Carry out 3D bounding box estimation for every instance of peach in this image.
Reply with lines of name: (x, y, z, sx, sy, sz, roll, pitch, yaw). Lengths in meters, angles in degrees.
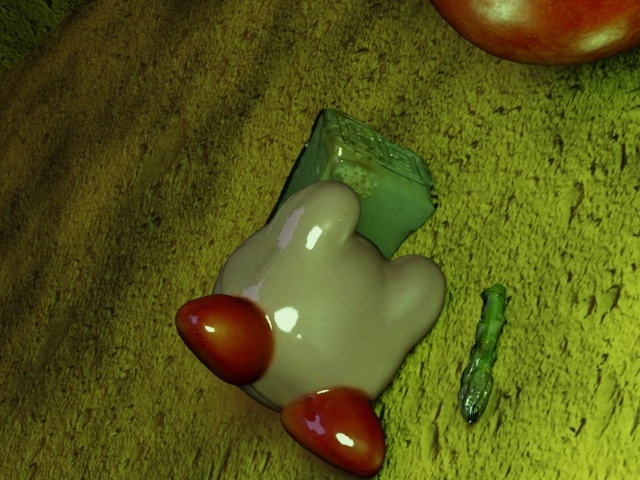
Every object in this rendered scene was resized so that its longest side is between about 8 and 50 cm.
peach: (0.249, -0.355, 1.894, 0.370, 0.370, 0.370, -44, 26, 28)

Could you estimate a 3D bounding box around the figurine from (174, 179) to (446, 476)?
figurine: (-0.024, 0.094, 1.989, 0.261, 0.269, 0.211, -58, 16, -27)

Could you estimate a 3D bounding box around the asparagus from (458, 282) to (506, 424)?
asparagus: (0.162, 0.114, 1.848, 0.036, 0.030, 0.165, -20, 41, 41)

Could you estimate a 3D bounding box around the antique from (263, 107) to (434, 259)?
antique: (0.000, 0.000, 2.202, 0.284, 0.150, 0.125, -56, 22, 23)
